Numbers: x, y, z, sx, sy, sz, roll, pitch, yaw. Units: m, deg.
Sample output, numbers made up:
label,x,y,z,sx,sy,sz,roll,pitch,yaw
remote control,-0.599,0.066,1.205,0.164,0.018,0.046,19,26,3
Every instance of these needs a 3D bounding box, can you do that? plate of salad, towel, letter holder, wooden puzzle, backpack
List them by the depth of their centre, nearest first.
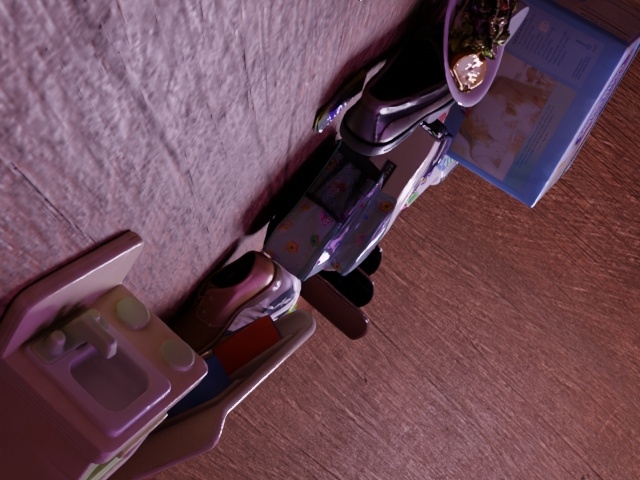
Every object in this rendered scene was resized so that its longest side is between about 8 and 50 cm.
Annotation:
label,x,y,z,sx,sy,sz,roll,pitch,yaw
towel,0.024,-0.164,1.052,0.083,0.009,0.060,-46,175,-15
plate of salad,0.199,-0.260,1.074,0.200,0.048,0.199,-29,125,-52
backpack,0.012,-0.026,1.237,0.188,0.144,0.166,-44,179,-3
wooden puzzle,-0.200,0.217,1.274,0.322,0.080,0.348,-27,-171,28
letter holder,0.065,0.093,1.998,0.152,0.214,0.302,-46,173,-13

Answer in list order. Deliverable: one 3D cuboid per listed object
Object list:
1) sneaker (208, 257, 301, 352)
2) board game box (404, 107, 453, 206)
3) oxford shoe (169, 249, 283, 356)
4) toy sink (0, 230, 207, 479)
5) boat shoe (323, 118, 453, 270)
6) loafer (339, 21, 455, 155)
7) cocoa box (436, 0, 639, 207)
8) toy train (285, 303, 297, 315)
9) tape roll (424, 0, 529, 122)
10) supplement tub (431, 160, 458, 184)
label,x,y,z,sx,sy,sz,roll,pitch,yaw
sneaker,-0.128,0.135,1.488,0.235,0.094,0.153,-40,-170,44
board game box,0.207,-0.180,1.764,0.259,0.124,0.039,-43,-144,-25
oxford shoe,-0.154,0.088,1.235,0.212,0.076,0.076,-43,142,-1
toy sink,-0.203,0.131,0.773,0.234,0.131,0.153,-52,173,33
boat shoe,0.116,-0.087,1.604,0.340,0.127,0.158,-51,166,20
loafer,0.124,-0.204,1.092,0.267,0.096,0.084,-48,165,-34
cocoa box,0.402,-0.284,1.627,0.228,0.231,0.347,-39,158,-51
toy train,-0.103,0.181,1.984,0.143,0.105,0.248,-57,177,-18
tape roll,0.205,-0.277,1.304,0.219,0.072,0.219,-46,173,-7
supplement tub,0.270,-0.219,1.914,0.190,0.117,0.117,-46,174,-23
